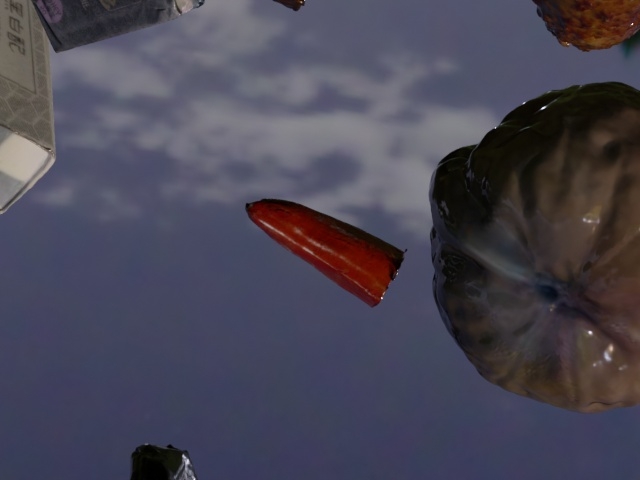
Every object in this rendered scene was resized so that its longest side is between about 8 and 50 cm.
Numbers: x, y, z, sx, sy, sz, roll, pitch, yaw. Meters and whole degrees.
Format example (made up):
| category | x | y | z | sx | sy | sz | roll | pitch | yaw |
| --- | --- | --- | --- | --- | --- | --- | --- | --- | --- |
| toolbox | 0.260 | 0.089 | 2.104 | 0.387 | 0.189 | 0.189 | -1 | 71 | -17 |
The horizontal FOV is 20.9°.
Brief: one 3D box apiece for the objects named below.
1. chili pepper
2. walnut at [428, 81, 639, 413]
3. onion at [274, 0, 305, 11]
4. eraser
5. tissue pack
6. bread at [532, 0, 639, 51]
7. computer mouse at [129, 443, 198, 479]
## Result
| category | x | y | z | sx | sy | sz | roll | pitch | yaw |
| --- | --- | --- | --- | --- | --- | --- | --- | --- | --- |
| chili pepper | -0.001 | 0.003 | 1.763 | 0.169 | 0.065 | 0.088 | 28 | -166 | -2 |
| walnut | 0.199 | 0.003 | 1.305 | 0.248 | 0.248 | 0.248 | 8 | -156 | -3 |
| onion | -0.085 | -0.396 | 1.827 | 0.385 | 0.347 | 0.347 | -21 | -157 | 7 |
| eraser | -0.331 | -0.207 | 1.718 | 0.096 | 0.098 | 0.404 | 28 | -147 | -34 |
| tissue pack | -0.185 | -0.232 | 1.488 | 0.156 | 0.112 | 0.051 | -11 | -162 | 36 |
| bread | 0.154 | -0.173 | 0.776 | 0.064 | 0.193 | 0.193 | 24 | -154 | 10 |
| computer mouse | -0.149 | 0.310 | 1.770 | 0.073 | 0.217 | 0.122 | -17 | -173 | 9 |
